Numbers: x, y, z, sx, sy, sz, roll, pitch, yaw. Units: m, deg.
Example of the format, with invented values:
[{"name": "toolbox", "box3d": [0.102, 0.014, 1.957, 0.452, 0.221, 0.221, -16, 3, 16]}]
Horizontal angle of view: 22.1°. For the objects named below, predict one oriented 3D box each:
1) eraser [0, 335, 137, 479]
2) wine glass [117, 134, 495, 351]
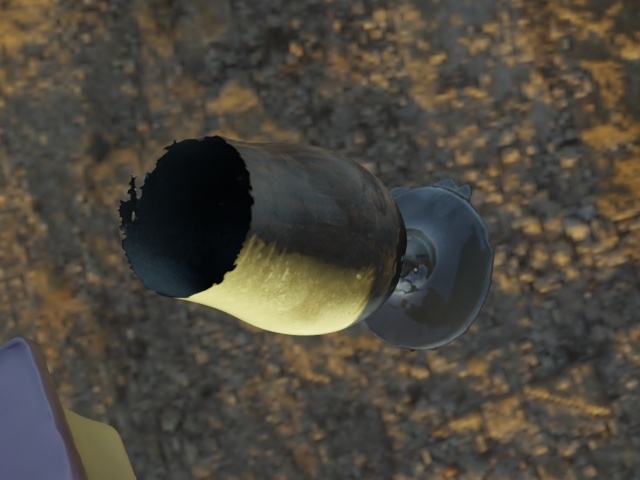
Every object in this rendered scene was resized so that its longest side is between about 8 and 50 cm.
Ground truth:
[{"name": "eraser", "box3d": [-0.167, 0.247, 0.664, 0.359, 0.272, 0.122, 60, 178, 43]}, {"name": "wine glass", "box3d": [0.000, 0.000, 0.852, 0.103, 0.222, 0.103, -6, 79, 34]}]
